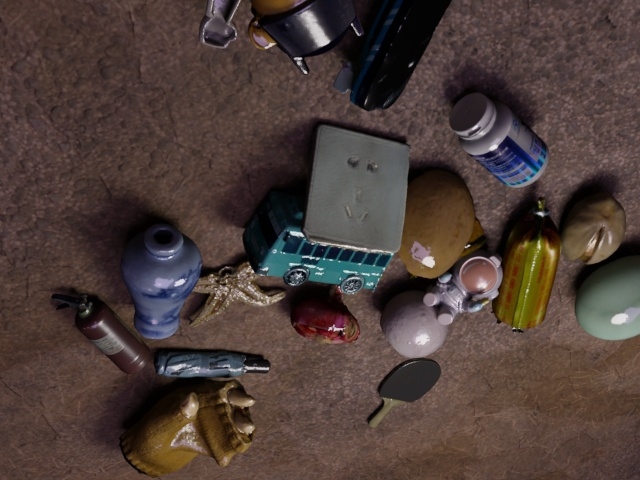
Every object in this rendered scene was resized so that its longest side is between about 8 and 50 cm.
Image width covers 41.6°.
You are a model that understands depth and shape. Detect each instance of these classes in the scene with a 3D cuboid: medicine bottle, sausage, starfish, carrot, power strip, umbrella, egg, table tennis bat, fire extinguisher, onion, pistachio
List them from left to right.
[{"bbox_3d":[-0.426,0.172,1.622,0.099,0.071,0.231,-6,140,27],"label":"fire extinguisher"},{"bbox_3d":[-0.226,0.263,1.775,0.251,0.053,0.052,6,128,-22],"label":"umbrella"},{"bbox_3d":[-0.156,0.098,1.649,0.248,0.050,0.138,-15,136,0],"label":"starfish"},{"bbox_3d":[0.018,0.140,1.717,0.150,0.140,0.150,14,167,3],"label":"onion"},{"bbox_3d":[0.058,-0.086,1.488,0.198,0.064,0.213,11,83,-26],"label":"power strip"},{"bbox_3d":[0.194,0.370,2.035,0.138,0.022,0.246,18,123,-31],"label":"table tennis bat"},{"bbox_3d":[0.241,0.009,1.671,0.173,0.082,0.082,-25,134,7],"label":"carrot"},{"bbox_3d":[0.316,-0.180,1.499,0.107,0.107,0.191,-41,131,20],"label":"medicine bottle"},{"bbox_3d":[0.428,0.045,1.736,0.125,0.117,0.317,-44,146,-38],"label":"sausage"},{"bbox_3d":[0.557,-0.020,1.729,0.125,0.124,0.185,-4,149,-14],"label":"pistachio"},{"bbox_3d":[0.672,0.125,1.855,0.231,0.168,0.168,-33,133,10],"label":"egg"}]

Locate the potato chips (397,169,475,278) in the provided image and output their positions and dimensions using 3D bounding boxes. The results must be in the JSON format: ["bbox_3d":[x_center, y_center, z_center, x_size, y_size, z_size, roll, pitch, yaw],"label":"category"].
[{"bbox_3d":[0.225,-0.031,1.563,0.208,0.062,0.195,-39,113,-23],"label":"potato chips"}]

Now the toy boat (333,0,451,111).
[{"bbox_3d":[0.121,-0.347,1.295,0.134,0.092,0.298,-15,138,-55],"label":"toy boat"}]

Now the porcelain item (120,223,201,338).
[{"bbox_3d":[-0.293,0.074,1.531,0.141,0.141,0.259,-1,141,-17],"label":"porcelain item"}]

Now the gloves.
[{"bbox_3d":[-0.280,0.397,1.812,0.357,0.155,0.203,-25,129,30],"label":"gloves"}]

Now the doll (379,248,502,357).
[{"bbox_3d":[0.261,0.123,1.752,0.287,0.151,0.151,-40,131,11],"label":"doll"}]

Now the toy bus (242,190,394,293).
[{"bbox_3d":[0.000,0.000,1.553,0.256,0.128,0.147,10,126,-28],"label":"toy bus"}]

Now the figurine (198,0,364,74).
[{"bbox_3d":[-0.051,-0.370,1.182,0.309,0.143,0.308,4,134,4],"label":"figurine"}]
